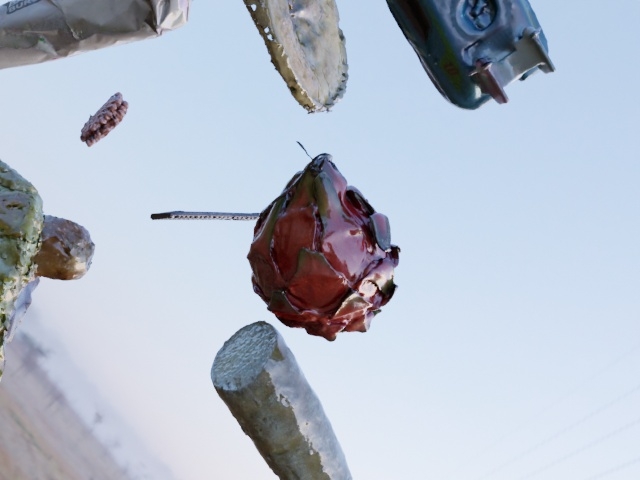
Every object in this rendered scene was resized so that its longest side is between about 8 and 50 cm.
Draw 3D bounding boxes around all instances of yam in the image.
[{"bbox_3d":[-0.049,0.291,1.387,0.133,0.133,0.330,0,-59,63],"label":"yam"}]

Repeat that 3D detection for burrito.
[{"bbox_3d":[-0.190,-0.172,0.709,0.203,0.064,0.064,-12,-47,15],"label":"burrito"}]

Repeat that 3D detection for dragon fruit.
[{"bbox_3d":[0.000,0.000,1.308,0.234,0.234,0.292,11,-71,58],"label":"dragon fruit"}]

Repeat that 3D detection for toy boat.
[{"bbox_3d":[0.121,-0.275,0.870,0.298,0.134,0.092,57,-7,-10],"label":"toy boat"}]

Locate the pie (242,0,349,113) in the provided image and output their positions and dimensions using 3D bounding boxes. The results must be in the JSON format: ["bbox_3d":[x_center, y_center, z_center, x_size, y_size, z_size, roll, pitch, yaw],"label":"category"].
[{"bbox_3d":[-0.032,-0.287,1.138,0.055,0.274,0.274,-15,-53,21],"label":"pie"}]

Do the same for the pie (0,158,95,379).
[{"bbox_3d":[-0.501,0.055,0.981,0.395,0.418,0.180,22,-39,12],"label":"pie"}]

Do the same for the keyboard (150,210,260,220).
[{"bbox_3d":[-0.186,-0.041,1.540,0.061,0.204,0.013,-3,-92,47],"label":"keyboard"}]

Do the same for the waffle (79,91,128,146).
[{"bbox_3d":[-0.276,-0.153,1.160,0.029,0.075,0.083,43,12,-22],"label":"waffle"}]
